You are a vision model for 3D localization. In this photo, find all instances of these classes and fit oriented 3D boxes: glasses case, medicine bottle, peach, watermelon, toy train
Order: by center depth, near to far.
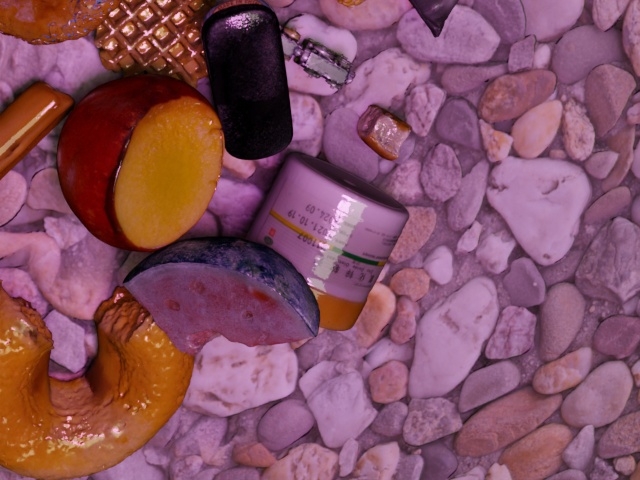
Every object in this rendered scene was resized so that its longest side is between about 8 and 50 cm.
[{"bbox_3d":[-0.285,-0.137,1.812,0.245,0.248,0.275,26,116,10],"label":"peach"},{"bbox_3d":[-0.146,0.089,1.868,0.318,0.148,0.226,16,126,7],"label":"watermelon"},{"bbox_3d":[-0.114,-0.251,1.870,0.122,0.082,0.321,-14,141,-6],"label":"glasses case"},{"bbox_3d":[-0.035,-0.314,1.929,0.202,0.081,0.060,25,101,-21],"label":"toy train"},{"bbox_3d":[0.000,0.000,1.982,0.238,0.238,0.232,21,103,-27],"label":"medicine bottle"}]

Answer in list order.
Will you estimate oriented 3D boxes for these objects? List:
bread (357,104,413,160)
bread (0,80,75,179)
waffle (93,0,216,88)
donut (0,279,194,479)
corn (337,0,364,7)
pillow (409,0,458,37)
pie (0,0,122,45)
[{"bbox_3d":[0.107,-0.188,2.033,0.070,0.083,0.077,25,101,-25],"label":"bread"},{"bbox_3d":[-0.488,-0.157,1.815,0.239,0.092,0.074,-44,87,0],"label":"bread"},{"bbox_3d":[-0.243,-0.363,1.839,0.249,0.056,0.253,13,106,-26],"label":"waffle"},{"bbox_3d":[-0.411,0.238,1.969,0.435,0.163,0.378,-4,114,-20],"label":"donut"},{"bbox_3d":[0.001,-0.497,1.854,0.101,0.101,0.292,-37,123,-3],"label":"corn"},{"bbox_3d":[0.168,-0.482,1.913,0.250,0.106,0.186,46,72,-33],"label":"pillow"},{"bbox_3d":[-0.406,-0.400,1.710,0.273,0.069,0.273,1,133,1],"label":"pie"}]
